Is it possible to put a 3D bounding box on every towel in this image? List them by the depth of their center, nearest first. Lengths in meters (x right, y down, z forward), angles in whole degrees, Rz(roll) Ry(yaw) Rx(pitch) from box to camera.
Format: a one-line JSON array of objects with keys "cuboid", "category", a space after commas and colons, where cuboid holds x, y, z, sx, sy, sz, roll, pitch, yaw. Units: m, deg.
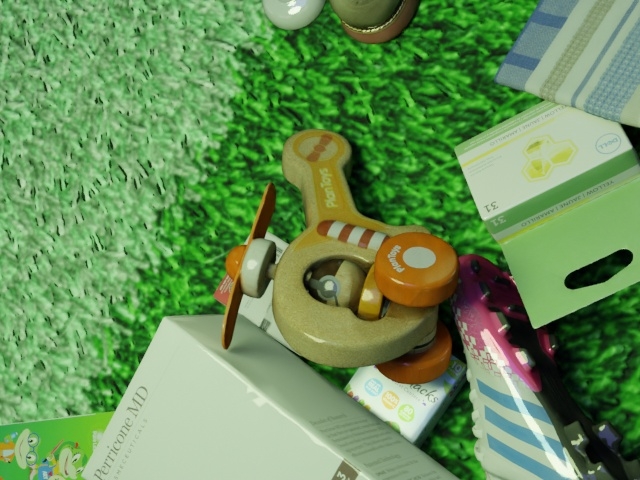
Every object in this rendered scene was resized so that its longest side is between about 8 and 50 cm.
[{"cuboid": [0.325, -0.218, 1.251, 0.209, 0.034, 0.285, -57, 37, -3], "category": "towel"}]

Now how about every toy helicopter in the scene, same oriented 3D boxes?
[{"cuboid": [0.000, 0.000, 1.289, 0.235, 0.140, 0.355, -6, 42, -6], "category": "toy helicopter"}]

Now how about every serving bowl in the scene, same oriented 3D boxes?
[{"cuboid": [-0.036, -0.301, 1.484, 0.083, 0.027, 0.083, -5, 75, 20], "category": "serving bowl"}]

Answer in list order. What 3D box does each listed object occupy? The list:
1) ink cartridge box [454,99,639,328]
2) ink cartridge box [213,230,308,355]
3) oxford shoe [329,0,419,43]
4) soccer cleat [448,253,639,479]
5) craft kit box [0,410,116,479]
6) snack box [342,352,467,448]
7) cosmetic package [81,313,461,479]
[{"cuboid": [0.250, -0.044, 1.245, 0.171, 0.056, 0.235, -27, 44, 13], "category": "ink cartridge box"}, {"cuboid": [-0.037, 0.060, 1.373, 0.135, 0.056, 0.099, 32, 91, 25], "category": "ink cartridge box"}, {"cuboid": [0.085, -0.411, 1.407, 0.123, 0.130, 0.348, 6, 79, 23], "category": "oxford shoe"}, {"cuboid": [0.189, 0.164, 1.219, 0.143, 0.116, 0.331, -49, 49, 28], "category": "soccer cleat"}, {"cuboid": [-0.310, 0.333, 1.414, 0.246, 0.061, 0.250, -9, 73, 17], "category": "craft kit box"}, {"cuboid": [0.084, 0.166, 1.308, 0.100, 0.037, 0.141, 36, 91, 24], "category": "snack box"}, {"cuboid": [-0.034, 0.261, 1.243, 0.385, 0.156, 0.217, 32, 103, 24], "category": "cosmetic package"}]
